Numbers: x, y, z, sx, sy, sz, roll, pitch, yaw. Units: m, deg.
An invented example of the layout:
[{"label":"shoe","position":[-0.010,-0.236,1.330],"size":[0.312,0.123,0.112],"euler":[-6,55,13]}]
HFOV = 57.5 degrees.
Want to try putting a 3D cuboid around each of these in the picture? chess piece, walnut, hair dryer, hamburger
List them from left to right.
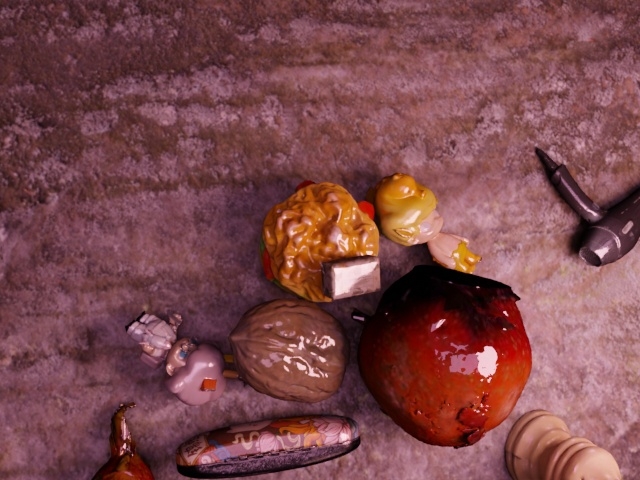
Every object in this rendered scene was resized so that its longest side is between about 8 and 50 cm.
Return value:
[{"label":"walnut","position":[-0.055,0.187,1.010],"size":[0.230,0.178,0.178],"euler":[19,82,-30]},{"label":"hamburger","position":[0.000,0.000,1.054],"size":[0.237,0.149,0.237],"euler":[1,84,-6]},{"label":"chess piece","position":[0.432,0.391,0.987],"size":[0.138,0.307,0.124],"euler":[-31,90,-8]},{"label":"hair dryer","position":[0.544,-0.104,1.168],"size":[0.235,0.091,0.272],"euler":[-41,86,-18]}]

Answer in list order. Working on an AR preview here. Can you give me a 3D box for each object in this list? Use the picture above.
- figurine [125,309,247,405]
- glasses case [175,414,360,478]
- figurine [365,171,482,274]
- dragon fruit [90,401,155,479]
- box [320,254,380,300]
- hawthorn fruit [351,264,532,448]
[{"label":"figurine","position":[-0.240,0.211,1.023],"size":[0.229,0.137,0.112],"euler":[36,113,1]},{"label":"glasses case","position":[-0.089,0.358,1.020],"size":[0.320,0.122,0.082],"euler":[-6,87,-8]},{"label":"figurine","position":[0.192,-0.026,1.094],"size":[0.246,0.131,0.156],"euler":[45,47,0]},{"label":"dragon fruit","position":[-0.343,0.404,0.996],"size":[0.125,0.125,0.246],"euler":[11,60,-35]},{"label":"box","position":[0.051,0.060,0.973],"size":[0.098,0.045,0.062],"euler":[-11,103,-25]},{"label":"hawthorn fruit","position":[0.214,0.187,0.995],"size":[0.315,0.316,0.316],"euler":[1,84,-7]}]
